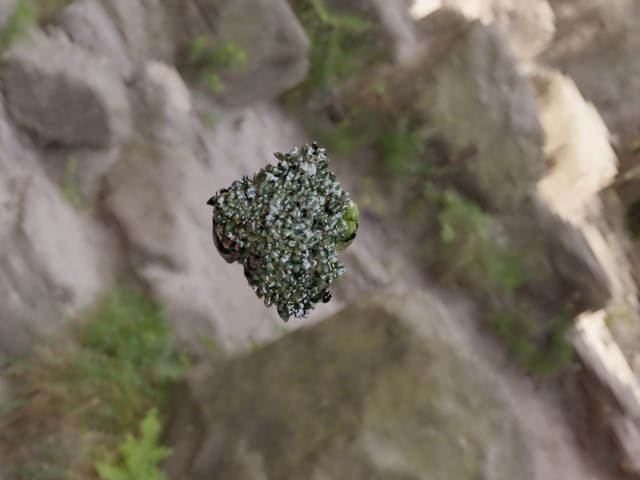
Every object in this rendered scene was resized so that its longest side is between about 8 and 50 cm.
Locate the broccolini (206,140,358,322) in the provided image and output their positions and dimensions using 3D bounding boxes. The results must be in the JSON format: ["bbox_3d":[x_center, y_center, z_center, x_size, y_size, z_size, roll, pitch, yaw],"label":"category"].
[{"bbox_3d":[0.000,0.000,0.445,0.035,0.030,0.140,59,4,5],"label":"broccolini"}]
